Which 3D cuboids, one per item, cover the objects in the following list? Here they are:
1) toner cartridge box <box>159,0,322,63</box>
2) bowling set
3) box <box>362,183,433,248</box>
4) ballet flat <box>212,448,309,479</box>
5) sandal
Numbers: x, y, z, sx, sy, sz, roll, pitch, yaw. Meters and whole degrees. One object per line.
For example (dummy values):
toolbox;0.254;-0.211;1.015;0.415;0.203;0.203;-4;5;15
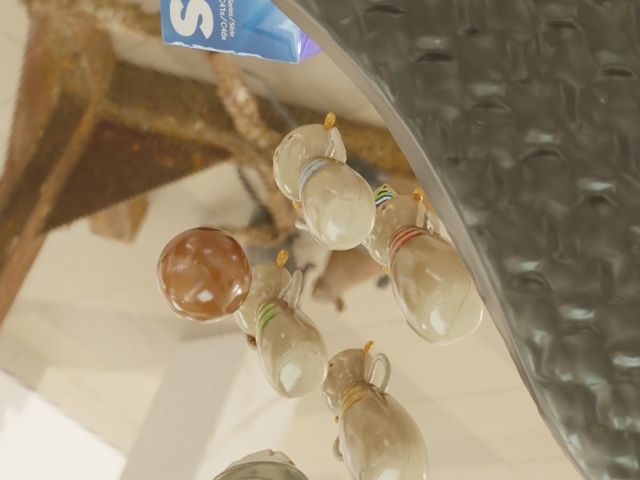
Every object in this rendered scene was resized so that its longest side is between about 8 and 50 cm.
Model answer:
toner cartridge box;-0.076;-0.348;1.340;0.165;0.075;0.348;12;118;30
bowling set;0.000;0.000;0.866;0.200;0.287;0.154;17;-164;-19
box;0.112;0.013;1.765;0.169;0.054;0.059;43;149;-9
ballet flat;-0.029;0.158;0.836;0.072;0.068;0.213;-15;148;7
sandal;0.085;-0.063;0.511;0.446;0.167;0.107;53;-177;1
